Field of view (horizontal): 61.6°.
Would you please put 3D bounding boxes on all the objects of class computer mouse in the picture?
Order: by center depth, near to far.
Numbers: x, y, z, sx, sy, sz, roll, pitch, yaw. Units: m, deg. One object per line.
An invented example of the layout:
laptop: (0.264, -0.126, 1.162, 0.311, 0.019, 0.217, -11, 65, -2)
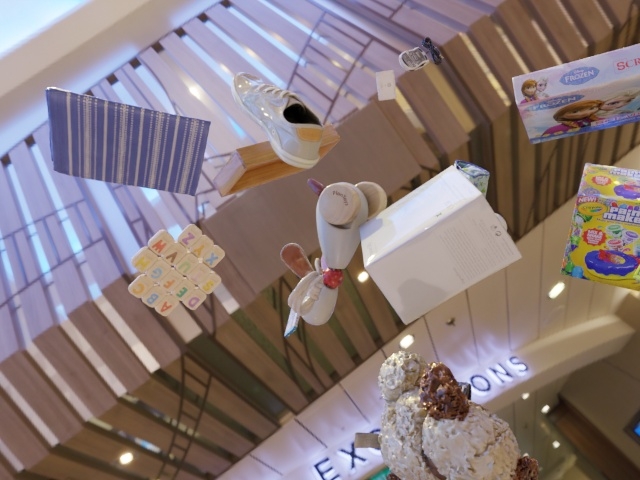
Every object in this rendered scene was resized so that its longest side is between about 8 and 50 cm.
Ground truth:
computer mouse: (0.322, -0.606, 1.785, 0.193, 0.106, 0.042, -31, -5, -31)

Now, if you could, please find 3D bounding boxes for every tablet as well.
tablet: (0.197, -0.465, 1.611, 0.054, 0.006, 0.083, -7, -78, 4)

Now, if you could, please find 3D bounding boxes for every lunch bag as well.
lunch bag: (0.523, -0.207, 1.933, 0.096, 0.151, 0.128, -9, -58, -19)

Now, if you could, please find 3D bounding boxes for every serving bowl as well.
serving bowl: (0.581, -0.049, 1.799, 0.027, 0.083, 0.083, -28, -40, -26)

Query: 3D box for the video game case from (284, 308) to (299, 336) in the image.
video game case: (-0.098, 0.279, 2.070, 0.015, 0.166, 0.119, 21, -31, -13)

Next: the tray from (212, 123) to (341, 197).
tray: (-0.142, -0.273, 1.795, 0.411, 0.076, 0.203, -23, -9, -39)

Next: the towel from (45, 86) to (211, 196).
towel: (-0.433, -0.215, 1.210, 0.336, 0.040, 0.243, 9, -40, -15)

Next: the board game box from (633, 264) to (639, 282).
board game box: (0.611, 0.087, 0.905, 0.181, 0.092, 0.043, 25, -86, -39)

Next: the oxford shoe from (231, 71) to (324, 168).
oxford shoe: (-0.117, -0.374, 1.513, 0.169, 0.449, 0.130, -3, -48, -34)

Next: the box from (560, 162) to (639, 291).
box: (0.833, -0.030, 1.446, 0.177, 0.290, 0.279, -52, -35, -42)

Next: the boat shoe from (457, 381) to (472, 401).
boat shoe: (0.335, 0.483, 1.344, 0.306, 0.105, 0.113, -62, -41, -52)

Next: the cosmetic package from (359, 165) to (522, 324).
cosmetic package: (0.199, -0.001, 0.970, 0.225, 0.224, 0.138, -35, -75, 12)

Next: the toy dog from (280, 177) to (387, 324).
toy dog: (0.000, 0.000, 1.147, 0.333, 0.161, 0.220, -60, -28, -4)

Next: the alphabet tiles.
alphabet tiles: (-0.435, 0.095, 1.650, 0.278, 0.021, 0.284, -46, -49, -6)

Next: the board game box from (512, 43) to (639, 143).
board game box: (0.609, -0.316, 1.181, 0.319, 0.065, 0.318, -10, -10, 26)

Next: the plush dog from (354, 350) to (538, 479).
plush dog: (0.189, 0.301, 0.796, 0.210, 0.262, 0.225, -47, -1, -32)
